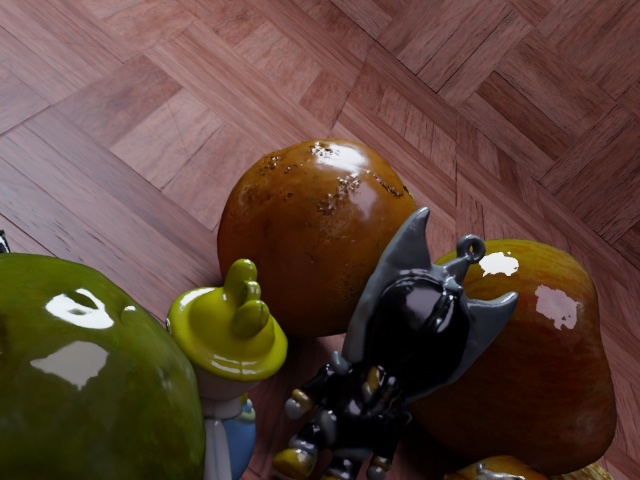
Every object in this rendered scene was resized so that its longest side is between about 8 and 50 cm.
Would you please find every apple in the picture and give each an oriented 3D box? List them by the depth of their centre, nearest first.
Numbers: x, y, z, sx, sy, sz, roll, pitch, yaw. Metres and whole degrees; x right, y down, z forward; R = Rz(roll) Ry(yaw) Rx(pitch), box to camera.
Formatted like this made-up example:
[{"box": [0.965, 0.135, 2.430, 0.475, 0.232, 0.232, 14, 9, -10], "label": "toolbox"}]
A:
[{"box": [0.212, 0.141, 1.069, 0.301, 0.301, 0.301, 35, 24, -18], "label": "apple"}]

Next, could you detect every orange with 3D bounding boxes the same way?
[{"box": [0.000, 0.000, 1.006, 0.240, 0.240, 0.240, 35, 24, -18], "label": "orange"}]

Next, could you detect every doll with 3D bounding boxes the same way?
[{"box": [-0.087, 0.121, 0.678, 0.098, 0.241, 0.135, 24, 36, 3], "label": "doll"}, {"box": [0.078, 0.121, 0.879, 0.145, 0.316, 0.103, 34, -20, 9], "label": "doll"}]

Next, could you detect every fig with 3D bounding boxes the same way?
[{"box": [-0.209, 0.104, 0.557, 0.233, 0.233, 0.314, 18, 15, -45], "label": "fig"}]

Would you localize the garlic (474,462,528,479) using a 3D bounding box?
[{"box": [0.111, 0.325, 0.653, 0.210, 0.292, 0.237, 35, -2, 10], "label": "garlic"}]

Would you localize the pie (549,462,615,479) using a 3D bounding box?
[{"box": [0.314, 0.334, 1.125, 0.205, 0.084, 0.179, 30, 22, -11], "label": "pie"}]

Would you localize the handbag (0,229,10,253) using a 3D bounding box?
[{"box": [-0.299, 0.015, 0.688, 0.072, 0.115, 0.139, 33, 8, -22], "label": "handbag"}]

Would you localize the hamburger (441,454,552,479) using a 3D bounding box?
[{"box": [0.204, 0.314, 0.857, 0.237, 0.147, 0.237, 43, -9, 9], "label": "hamburger"}]
